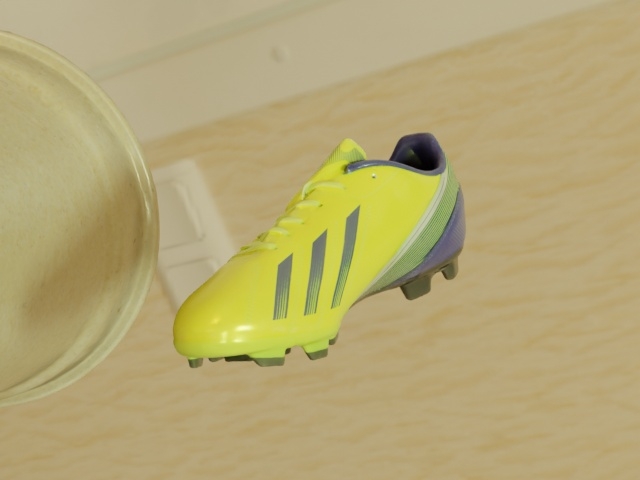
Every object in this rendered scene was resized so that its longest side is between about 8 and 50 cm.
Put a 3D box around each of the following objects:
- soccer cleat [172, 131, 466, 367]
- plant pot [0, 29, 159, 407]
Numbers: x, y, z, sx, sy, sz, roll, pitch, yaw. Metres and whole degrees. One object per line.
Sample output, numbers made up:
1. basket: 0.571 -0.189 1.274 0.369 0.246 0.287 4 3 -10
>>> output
1. soccer cleat: -0.001 0.000 0.835 0.289 0.093 0.121 -25 110 -50
2. plant pot: -0.315 0.010 0.957 0.305 0.333 0.334 -65 137 -79
